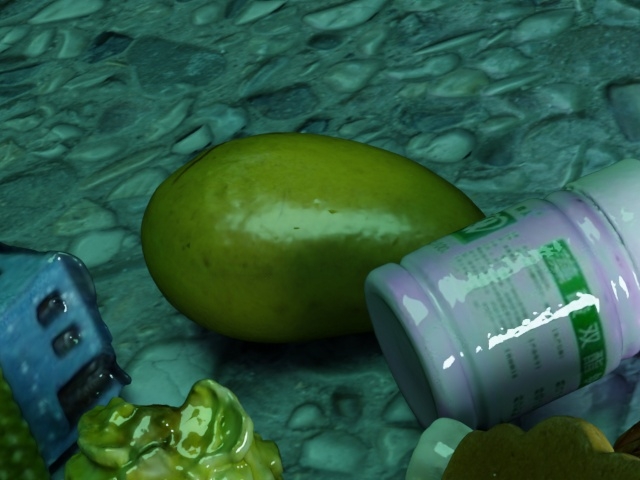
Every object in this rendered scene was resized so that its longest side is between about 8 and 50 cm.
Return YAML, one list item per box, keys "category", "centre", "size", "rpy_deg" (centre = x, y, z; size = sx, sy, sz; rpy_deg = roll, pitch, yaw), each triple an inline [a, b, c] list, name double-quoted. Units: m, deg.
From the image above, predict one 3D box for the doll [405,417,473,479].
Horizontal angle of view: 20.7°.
- category: "doll"
  centre: [0.082, 0.326, 1.623]
  size: [0.348, 0.161, 0.423]
  rpy_deg: [-3, 28, 16]

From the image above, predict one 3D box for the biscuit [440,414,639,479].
- category: "biscuit"
  centre: [0.202, 0.240, 1.498]
  size: [0.186, 0.044, 0.295]
  rpy_deg: [-60, 31, 0]

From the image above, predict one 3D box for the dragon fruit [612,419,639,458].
- category: "dragon fruit"
  centre: [0.357, 0.249, 1.545]
  size: [0.250, 0.250, 0.315]
  rpy_deg: [-10, 19, 12]

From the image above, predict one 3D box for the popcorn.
- category: "popcorn"
  centre: [-0.153, 0.241, 1.745]
  size: [0.235, 0.217, 0.181]
  rpy_deg: [7, 45, 1]

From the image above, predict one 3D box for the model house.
- category: "model house"
  centre: [-0.408, 0.166, 2.007]
  size: [0.215, 0.237, 0.303]
  rpy_deg: [10, 42, 35]

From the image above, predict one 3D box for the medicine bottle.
- category: "medicine bottle"
  centre: [0.232, 0.066, 1.886]
  size: [0.325, 0.212, 0.212]
  rpy_deg: [-23, 33, -11]

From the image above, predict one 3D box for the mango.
- category: "mango"
  centre: [0.000, 0.000, 2.089]
  size: [0.445, 0.220, 0.301]
  rpy_deg: [6, 36, 28]
